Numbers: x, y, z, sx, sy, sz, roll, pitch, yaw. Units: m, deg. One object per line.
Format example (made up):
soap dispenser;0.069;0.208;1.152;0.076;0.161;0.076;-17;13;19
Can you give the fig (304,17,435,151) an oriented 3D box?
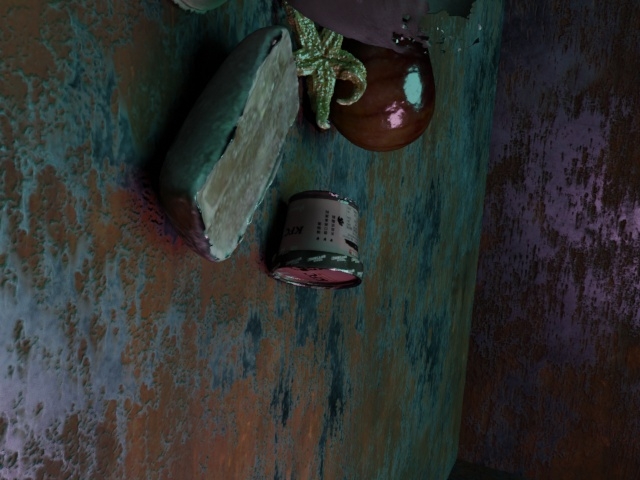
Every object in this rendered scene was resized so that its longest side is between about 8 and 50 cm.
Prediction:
fig;0.092;-0.268;1.101;0.235;0.214;0.235;7;90;-76

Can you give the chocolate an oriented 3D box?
chocolate;-0.113;-0.128;0.815;0.185;0.100;0.303;77;32;-60

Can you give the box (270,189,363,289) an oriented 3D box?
box;0.000;0.000;1.062;0.151;0.151;0.135;40;54;-63

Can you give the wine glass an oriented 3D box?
wine glass;0.005;-0.311;0.682;0.190;0.356;0.191;-48;148;-44

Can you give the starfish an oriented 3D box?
starfish;-0.003;-0.270;0.965;0.053;0.150;0.210;141;-53;-82
